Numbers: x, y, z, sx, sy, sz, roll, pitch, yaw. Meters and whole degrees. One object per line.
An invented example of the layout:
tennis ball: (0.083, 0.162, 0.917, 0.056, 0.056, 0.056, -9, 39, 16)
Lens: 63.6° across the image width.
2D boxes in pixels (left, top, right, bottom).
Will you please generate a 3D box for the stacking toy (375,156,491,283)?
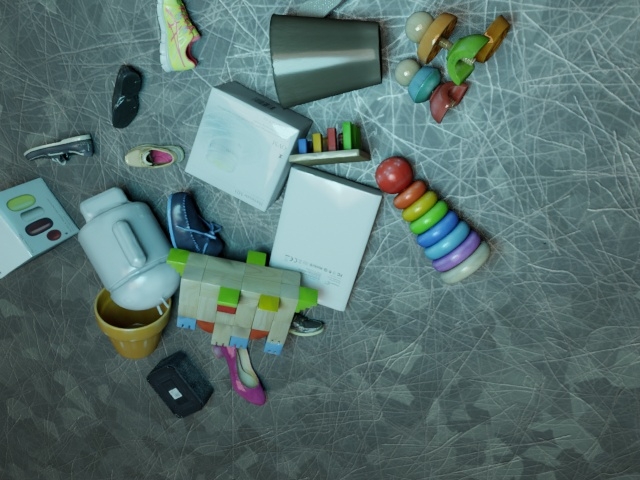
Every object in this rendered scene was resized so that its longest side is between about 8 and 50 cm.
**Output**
stacking toy: (0.249, -0.059, 1.231, 0.141, 0.141, 0.330, -40, 92, 24)

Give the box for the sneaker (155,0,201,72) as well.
sneaker: (-0.328, -0.503, 1.217, 0.094, 0.081, 0.208, 6, 120, 3)

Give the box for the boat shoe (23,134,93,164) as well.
boat shoe: (-0.717, -0.238, 1.415, 0.206, 0.075, 0.064, -11, 105, 13)

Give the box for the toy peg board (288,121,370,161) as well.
toy peg board: (0.024, -0.223, 1.204, 0.161, 0.161, 0.079, -2, 93, 15)

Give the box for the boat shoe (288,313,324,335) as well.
boat shoe: (-0.066, 0.235, 1.458, 0.152, 0.056, 0.049, 0, 117, 14)

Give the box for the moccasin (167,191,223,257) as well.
moccasin: (-0.315, 0.017, 1.406, 0.117, 0.137, 0.341, -6, 125, 9)

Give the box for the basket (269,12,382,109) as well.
basket: (0.019, -0.398, 1.133, 0.227, 0.154, 0.204, -1, 112, 10)

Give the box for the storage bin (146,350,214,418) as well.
storage bin: (-0.439, 0.453, 1.622, 0.122, 0.084, 0.180, -29, 102, 22)

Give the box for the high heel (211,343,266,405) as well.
high heel: (-0.219, 0.380, 1.542, 0.117, 0.082, 0.244, -35, 87, 33)

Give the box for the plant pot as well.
plant pot: (-0.541, 0.240, 1.512, 0.205, 0.205, 0.187, 18, 131, 6)

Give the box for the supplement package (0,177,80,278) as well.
supplement package: (-0.844, -0.040, 1.454, 0.149, 0.203, 0.194, -27, 104, 22)

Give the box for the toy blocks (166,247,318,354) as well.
toy blocks: (-0.222, 0.180, 1.366, 0.382, 0.190, 0.260, 12, 132, -8)

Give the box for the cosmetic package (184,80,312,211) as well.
cosmetic package: (-0.175, -0.228, 1.253, 0.224, 0.138, 0.224, 27, 117, 2)

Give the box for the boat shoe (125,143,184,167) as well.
boat shoe: (-0.448, -0.221, 1.363, 0.170, 0.059, 0.063, -4, 110, 15)

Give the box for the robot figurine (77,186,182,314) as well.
robot figurine: (-0.504, 0.037, 1.382, 0.200, 0.300, 0.353, -30, 88, -17)

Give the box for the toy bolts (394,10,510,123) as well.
toy bolts: (0.258, -0.392, 1.089, 0.158, 0.218, 0.228, 38, 149, 11)

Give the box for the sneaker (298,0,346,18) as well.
sneaker: (0.014, -0.527, 1.139, 0.134, 0.070, 0.051, -8, 122, 48)

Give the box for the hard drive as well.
hard drive: (0.000, 0.000, 1.340, 0.233, 0.047, 0.353, 19, 119, 6)

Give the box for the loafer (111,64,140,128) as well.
loafer: (-0.504, -0.368, 1.327, 0.061, 0.062, 0.170, 55, 128, 32)
